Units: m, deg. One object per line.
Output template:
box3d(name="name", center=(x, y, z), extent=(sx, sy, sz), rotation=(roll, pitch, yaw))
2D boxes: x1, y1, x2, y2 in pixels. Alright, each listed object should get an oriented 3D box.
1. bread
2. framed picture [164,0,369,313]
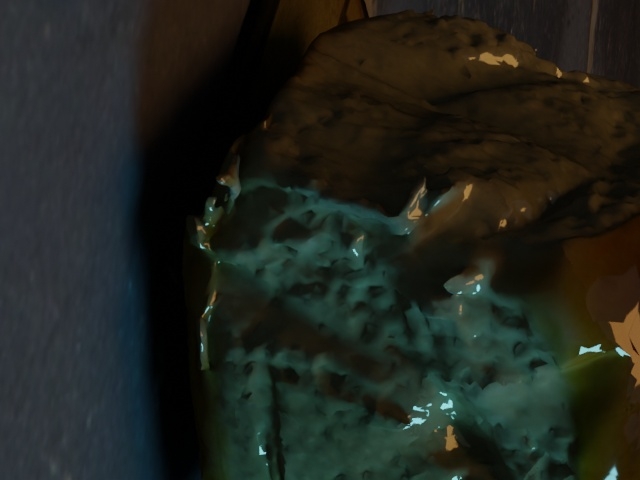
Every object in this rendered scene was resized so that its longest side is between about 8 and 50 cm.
box3d(name="bread", center=(0.073, 0.060, 0.846), extent=(0.250, 0.225, 0.279), rotation=(-51, 147, -60))
box3d(name="framed picture", center=(0.000, 0.000, 0.995), extent=(0.339, 0.014, 0.255), rotation=(72, 29, -54))
